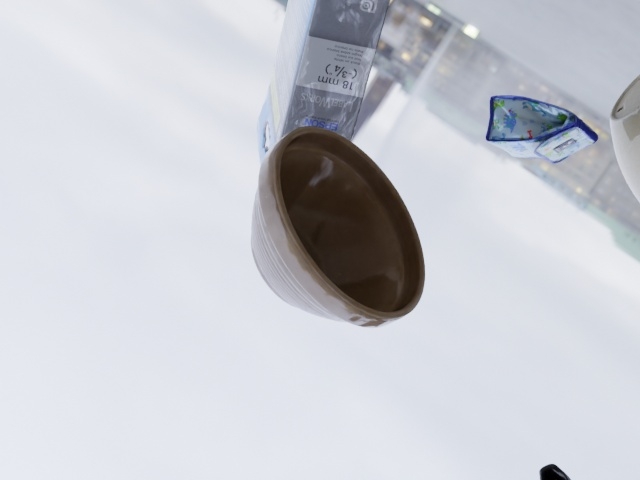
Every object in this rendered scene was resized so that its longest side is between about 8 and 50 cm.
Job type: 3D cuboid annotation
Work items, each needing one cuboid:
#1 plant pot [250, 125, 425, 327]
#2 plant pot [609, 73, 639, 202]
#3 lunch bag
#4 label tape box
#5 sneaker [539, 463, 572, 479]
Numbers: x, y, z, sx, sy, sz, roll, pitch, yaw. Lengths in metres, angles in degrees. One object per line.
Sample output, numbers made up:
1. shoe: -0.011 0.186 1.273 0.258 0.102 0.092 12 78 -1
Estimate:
1. plant pot: 0.000 0.000 1.279 0.237 0.109 0.237 32 -138 -34
2. plant pot: 0.597 -0.190 1.908 0.191 0.284 0.284 39 -169 -10
3. lunch bag: 0.362 -0.180 1.863 0.151 0.096 0.129 2 174 29
4. label tape box: -0.002 -0.251 1.634 0.105 0.334 0.241 9 -150 -11
5. sneaker: 0.411 0.507 2.013 0.121 0.108 0.302 57 -161 -12
